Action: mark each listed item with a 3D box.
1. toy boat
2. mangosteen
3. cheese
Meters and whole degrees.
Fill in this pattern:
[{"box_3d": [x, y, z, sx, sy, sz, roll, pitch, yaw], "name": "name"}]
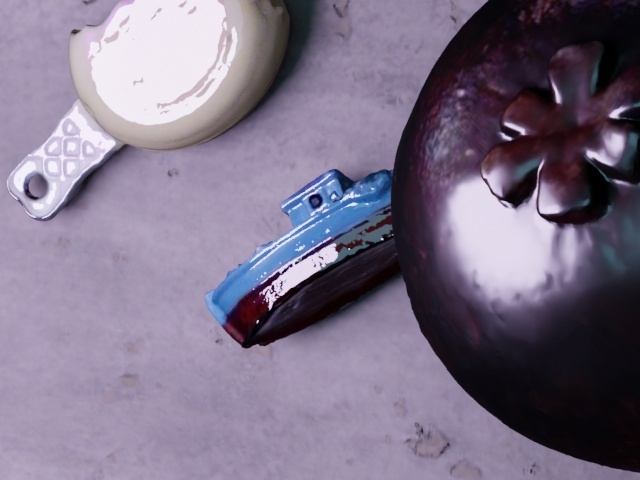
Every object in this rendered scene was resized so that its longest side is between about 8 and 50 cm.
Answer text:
[{"box_3d": [0.000, 0.000, 1.571, 0.223, 0.100, 0.097, -32, 59, 16], "name": "toy boat"}, {"box_3d": [0.257, -0.015, 1.349, 0.382, 0.435, 0.382, -10, 70, 29], "name": "mangosteen"}, {"box_3d": [-0.154, -0.127, 1.619, 0.286, 0.082, 0.163, -41, 80, 15], "name": "cheese"}]
